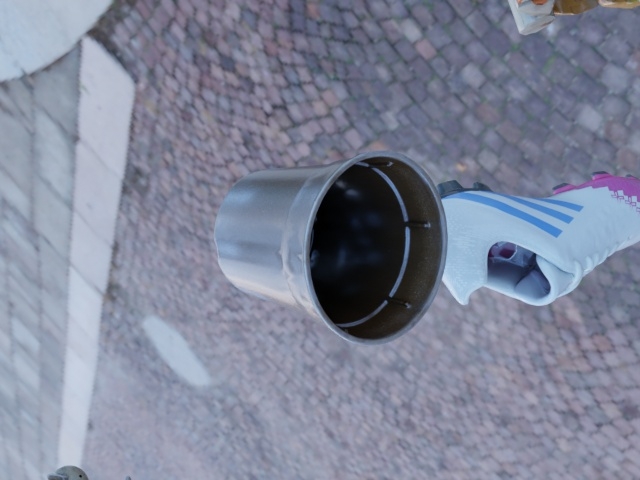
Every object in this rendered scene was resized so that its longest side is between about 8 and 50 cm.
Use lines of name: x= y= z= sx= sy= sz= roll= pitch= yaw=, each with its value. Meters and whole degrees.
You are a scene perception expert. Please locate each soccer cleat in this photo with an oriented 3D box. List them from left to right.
soccer cleat: x=0.256 y=0.010 z=1.080 sx=0.116 sy=0.331 sz=0.143 roll=113 pitch=143 yaw=-44

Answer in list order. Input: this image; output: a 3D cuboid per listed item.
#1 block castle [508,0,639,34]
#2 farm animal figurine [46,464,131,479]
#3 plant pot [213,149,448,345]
block castle: x=0.375 y=-0.467 z=1.243 sx=0.453 sy=0.303 sz=0.213 roll=95 pitch=159 yaw=-75
farm animal figurine: x=-0.244 y=0.354 z=1.186 sx=0.326 sy=0.172 sz=0.330 roll=-16 pitch=144 yaw=36
plant pot: x=0.000 y=0.000 z=0.902 sx=0.165 sy=0.167 sz=0.167 roll=8 pitch=134 yaw=50
